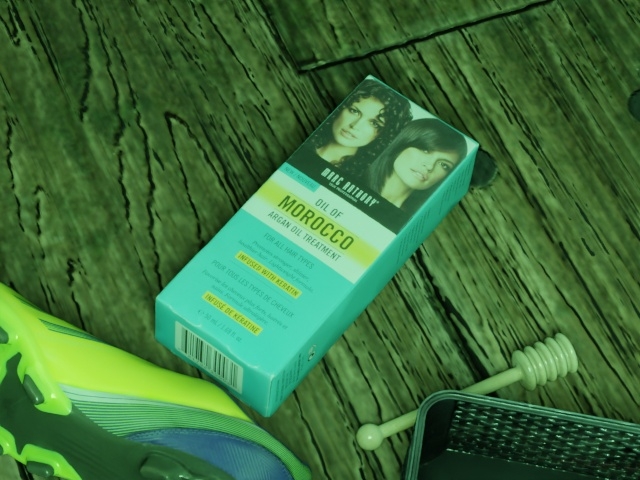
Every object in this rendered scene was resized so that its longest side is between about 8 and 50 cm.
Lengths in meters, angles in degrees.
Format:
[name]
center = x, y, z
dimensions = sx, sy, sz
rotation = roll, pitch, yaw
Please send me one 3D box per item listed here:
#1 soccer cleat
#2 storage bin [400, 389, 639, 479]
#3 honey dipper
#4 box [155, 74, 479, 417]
[soccer cleat]
center = -0.135, 0.108, 1.176
dimensions = 0.289, 0.093, 0.121
rotation = 32, 30, 20
[storage bin]
center = 0.138, 0.178, 1.143
dimensions = 0.180, 0.084, 0.122
rotation = 11, 57, 1
[honey dipper]
center = 0.096, 0.103, 1.220
dimensions = 0.161, 0.030, 0.030
rotation = -20, 61, -15
[box]
center = 0.000, 0.000, 1.258
dimensions = 0.100, 0.060, 0.244
rotation = 34, 61, 15
